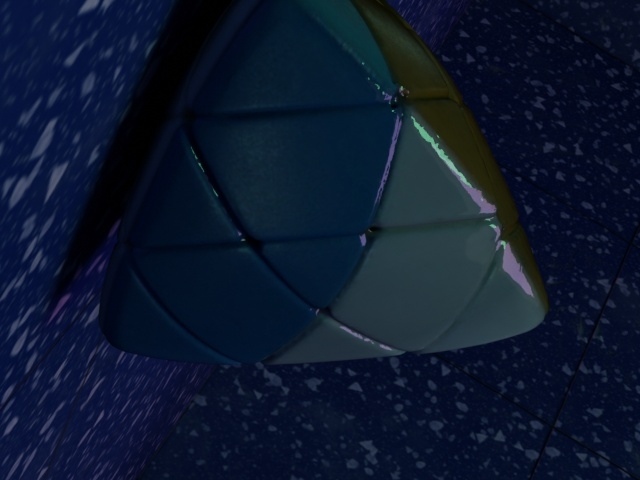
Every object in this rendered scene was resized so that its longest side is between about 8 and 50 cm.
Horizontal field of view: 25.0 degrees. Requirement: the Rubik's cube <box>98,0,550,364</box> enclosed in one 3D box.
[{"bbox_3d":[0.000,0.000,0.770,0.254,0.254,0.254,-58,177,-5],"label":"Rubik's cube"}]
